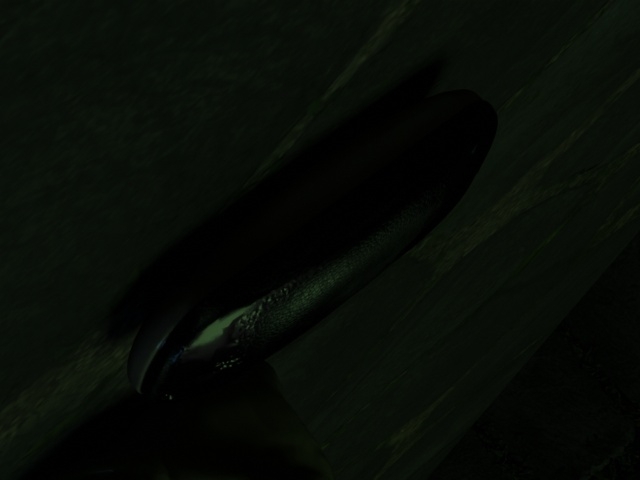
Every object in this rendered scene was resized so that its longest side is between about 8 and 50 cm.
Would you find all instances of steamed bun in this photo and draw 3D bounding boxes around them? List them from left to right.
[{"bbox_3d":[-0.104,0.282,1.469,0.368,0.255,0.342,-34,163,-48],"label":"steamed bun"}]

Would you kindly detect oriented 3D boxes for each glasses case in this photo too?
[{"bbox_3d":[0.000,0.000,1.250,0.314,0.075,0.122,-37,165,-32],"label":"glasses case"}]
